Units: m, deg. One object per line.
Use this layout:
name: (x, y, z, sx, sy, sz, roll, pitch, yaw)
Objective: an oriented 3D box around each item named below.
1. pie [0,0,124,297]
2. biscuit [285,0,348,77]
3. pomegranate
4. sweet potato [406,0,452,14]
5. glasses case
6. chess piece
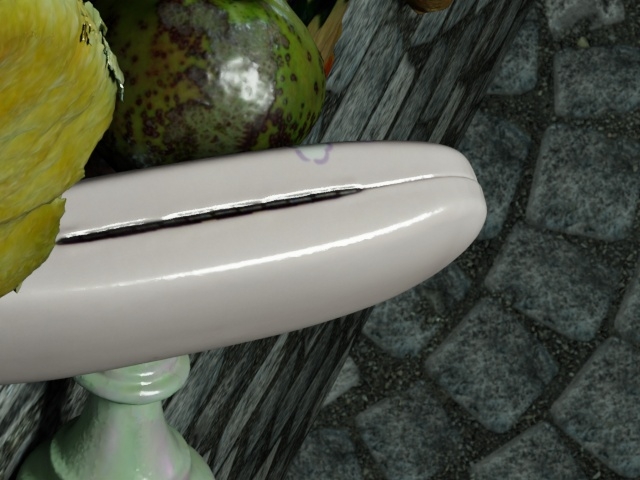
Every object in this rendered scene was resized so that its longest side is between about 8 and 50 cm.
pie: (-0.173, 0.016, 0.565, 0.306, 0.071, 0.306, -50, 173, -9)
biscuit: (0.001, -0.202, 1.062, 0.394, 0.076, 0.368, -65, 173, 21)
pomegranate: (-0.080, -0.079, 0.881, 0.138, 0.163, 0.125, -76, 147, -52)
sweet potato: (0.108, -0.249, 1.688, 0.068, 0.060, 0.206, -30, 179, -6)
glasses case: (-0.063, 0.010, 0.802, 0.297, 0.075, 0.113, -11, 162, -24)
chess piece: (-0.125, 0.091, 1.144, 0.139, 0.139, 0.271, -52, 156, -54)
